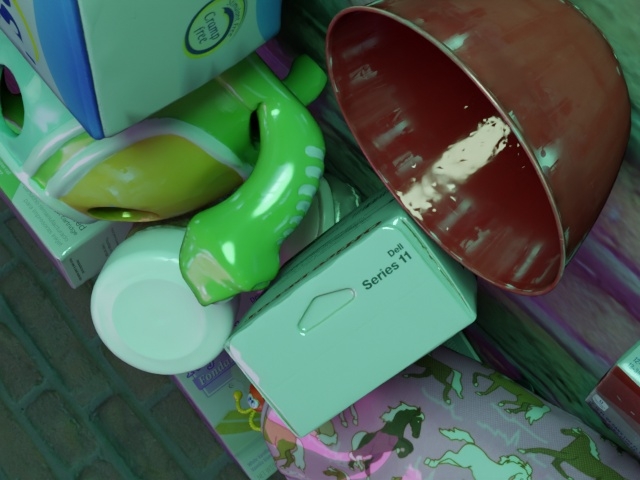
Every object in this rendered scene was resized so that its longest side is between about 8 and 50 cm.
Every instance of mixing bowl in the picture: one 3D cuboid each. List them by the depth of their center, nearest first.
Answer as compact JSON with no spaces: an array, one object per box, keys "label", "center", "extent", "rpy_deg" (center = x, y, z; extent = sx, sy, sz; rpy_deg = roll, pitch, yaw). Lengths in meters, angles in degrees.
[{"label":"mixing bowl","center":[0.096,-0.071,0.519],"extent":[0.181,0.098,0.181],"rpy_deg":[47,165,17]}]

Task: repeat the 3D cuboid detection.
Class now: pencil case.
[{"label":"pencil case","center":[0.135,0.206,0.802],"extent":[0.386,0.160,0.167],"rpy_deg":[26,136,32]}]

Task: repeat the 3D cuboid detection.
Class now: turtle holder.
[{"label":"turtle holder","center":[-0.126,-0.111,0.774],"extent":[0.320,0.227,0.243],"rpy_deg":[48,-175,-5]}]

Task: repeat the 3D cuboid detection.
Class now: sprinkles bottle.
[{"label":"sprinkles bottle","center":[-0.118,-0.017,0.950],"extent":[0.121,0.121,0.355],"rpy_deg":[58,-162,-22]}]

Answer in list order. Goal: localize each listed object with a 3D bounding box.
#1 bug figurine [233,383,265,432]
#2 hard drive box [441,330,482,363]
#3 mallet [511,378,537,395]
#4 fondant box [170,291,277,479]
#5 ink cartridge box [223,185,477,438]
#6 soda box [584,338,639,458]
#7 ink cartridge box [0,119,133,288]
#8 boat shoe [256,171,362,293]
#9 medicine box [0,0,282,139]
[{"label":"bug figurine","center":[0.034,0.241,1.030],"extent":[0.216,0.072,0.279],"rpy_deg":[33,-171,-49]},{"label":"hard drive box","center":[0.124,0.178,1.066],"extent":[0.232,0.089,0.181],"rpy_deg":[57,166,-16]},{"label":"mallet","center":[0.125,0.183,0.945],"extent":[0.062,0.189,0.039],"rpy_deg":[57,-153,-33]},{"label":"fondant box","center":[-0.088,0.150,1.361],"extent":[0.096,0.238,0.330],"rpy_deg":[32,156,55]},{"label":"ink cartridge box","center":[0.032,0.034,0.708],"extent":[0.087,0.153,0.208],"rpy_deg":[52,-163,-5]},{"label":"soda box","center":[0.273,0.148,0.527],"extent":[0.263,0.083,0.092],"rpy_deg":[47,166,18]},{"label":"ink cartridge box","center":[-0.253,-0.106,1.188],"extent":[0.198,0.273,0.115],"rpy_deg":[48,163,15]},{"label":"boat shoe","center":[0.000,0.000,1.010],"extent":[0.324,0.096,0.117],"rpy_deg":[137,135,-73]},{"label":"medicine box","center":[-0.154,-0.250,0.519],"extent":[0.289,0.149,0.263],"rpy_deg":[49,160,17]}]
